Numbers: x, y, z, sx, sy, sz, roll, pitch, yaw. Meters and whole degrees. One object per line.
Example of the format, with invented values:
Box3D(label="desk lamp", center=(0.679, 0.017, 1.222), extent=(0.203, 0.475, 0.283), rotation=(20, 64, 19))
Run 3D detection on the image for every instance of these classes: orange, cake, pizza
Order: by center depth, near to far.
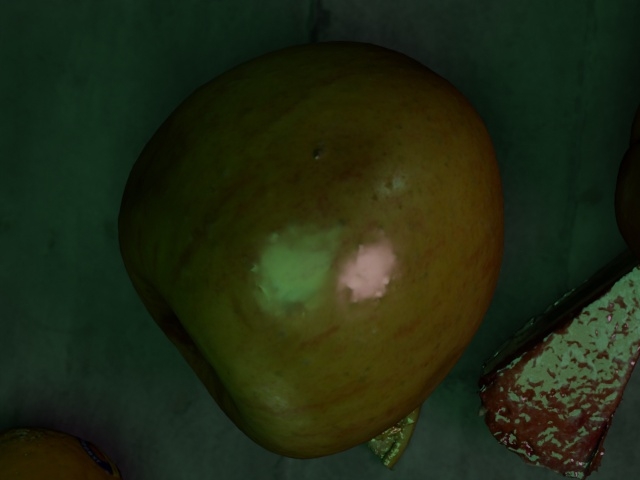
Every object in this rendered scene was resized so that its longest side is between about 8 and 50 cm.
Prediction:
Box3D(label="cake", center=(0.202, 0.071, 1.334), extent=(0.116, 0.086, 0.220), rotation=(19, 102, -1))
Box3D(label="orange", center=(-0.243, 0.238, 1.364), extent=(0.155, 0.177, 0.177), rotation=(42, 104, 40))
Box3D(label="pizza", center=(0.032, 0.133, 1.391), extent=(0.108, 0.026, 0.123), rotation=(8, 101, 6))

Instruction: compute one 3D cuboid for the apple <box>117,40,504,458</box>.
Box3D(label="apple", center=(0.000, 0.000, 1.248), extent=(0.275, 0.299, 0.299), rotation=(-37, 95, -18))

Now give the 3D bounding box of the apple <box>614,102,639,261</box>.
Box3D(label="apple", center=(0.405, -0.055, 1.188), extent=(0.365, 0.329, 0.295), rotation=(12, 123, 2))
